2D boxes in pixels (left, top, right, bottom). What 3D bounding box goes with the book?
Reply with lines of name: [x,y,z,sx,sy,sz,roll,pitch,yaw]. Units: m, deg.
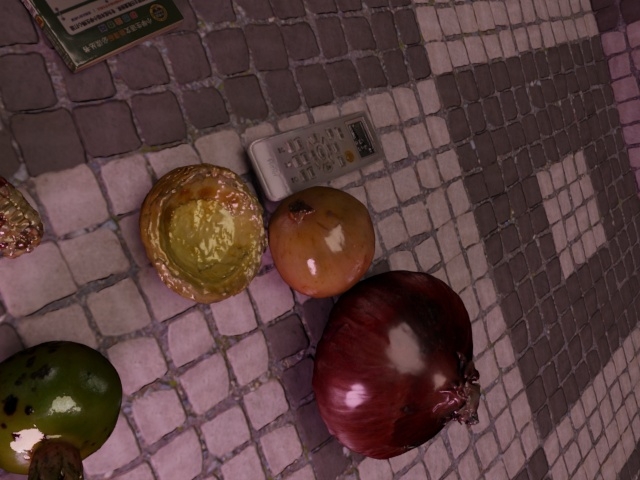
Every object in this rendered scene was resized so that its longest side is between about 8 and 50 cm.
book: [-0.348,-0.398,0.738,0.202,0.027,0.264,-44,110,-34]

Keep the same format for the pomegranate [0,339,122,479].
pomegranate: [-0.311,0.208,0.598,0.159,0.205,0.159,-15,127,-22]

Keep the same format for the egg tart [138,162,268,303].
egg tart: [-0.178,-0.012,0.788,0.212,0.090,0.213,3,84,-36]

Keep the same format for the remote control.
remote control: [-0.003,-0.161,0.971,0.313,0.055,0.109,-26,94,-42]

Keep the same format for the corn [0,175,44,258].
corn: [-0.445,-0.085,0.580,0.290,0.098,0.098,42,61,-28]

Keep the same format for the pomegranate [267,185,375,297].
pomegranate: [0.003,0.001,0.863,0.191,0.191,0.191,5,82,-38]

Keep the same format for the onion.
onion: [0.161,0.222,0.903,0.347,0.285,0.348,-14,111,-39]
